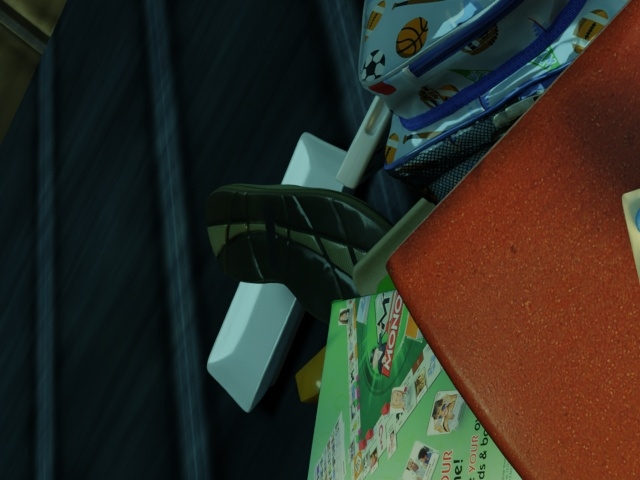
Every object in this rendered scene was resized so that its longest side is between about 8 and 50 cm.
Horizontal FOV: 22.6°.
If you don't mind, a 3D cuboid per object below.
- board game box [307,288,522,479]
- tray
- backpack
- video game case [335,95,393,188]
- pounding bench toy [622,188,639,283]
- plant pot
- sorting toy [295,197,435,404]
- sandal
[{"bbox_3d":[0.067,0.179,1.015,0.213,0.046,0.317,-15,61,51],"label":"board game box"},{"bbox_3d":[-0.033,0.031,1.599,0.270,0.030,0.145,-67,26,5],"label":"tray"},{"bbox_3d":[0.165,-0.155,1.118,0.263,0.213,0.276,-22,45,29],"label":"backpack"},{"bbox_3d":[0.077,-0.141,1.393,0.183,0.023,0.201,-63,-6,14],"label":"video game case"},{"bbox_3d":[0.165,0.015,0.646,0.052,0.065,0.083,-20,78,47],"label":"pounding bench toy"},{"bbox_3d":[0.236,0.048,0.795,0.267,0.267,0.235,-48,47,39],"label":"plant pot"},{"bbox_3d":[0.076,0.086,1.264,0.307,0.041,0.229,-46,42,36],"label":"sorting toy"},{"bbox_3d":[-0.001,-0.002,1.467,0.303,0.086,0.120,21,116,52],"label":"sandal"}]
